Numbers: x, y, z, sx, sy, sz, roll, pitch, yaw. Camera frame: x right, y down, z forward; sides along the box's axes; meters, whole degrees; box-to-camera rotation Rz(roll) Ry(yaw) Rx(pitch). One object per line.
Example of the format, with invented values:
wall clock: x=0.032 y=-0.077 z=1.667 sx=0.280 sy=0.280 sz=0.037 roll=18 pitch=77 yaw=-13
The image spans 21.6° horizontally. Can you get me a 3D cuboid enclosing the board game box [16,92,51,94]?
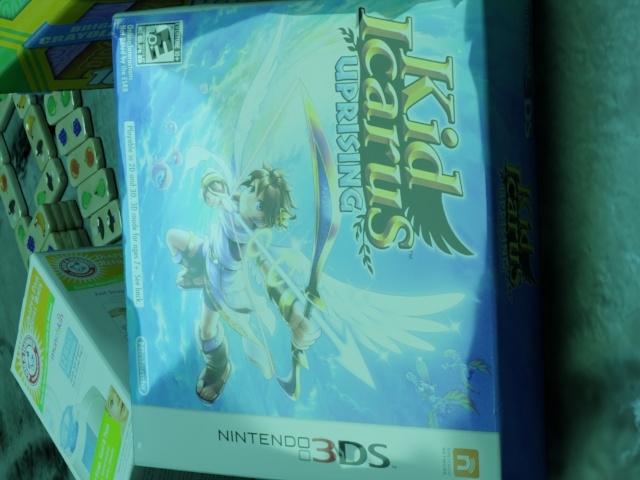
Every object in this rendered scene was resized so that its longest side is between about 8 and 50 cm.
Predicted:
board game box: x=-0.225 y=-0.248 z=1.350 sx=0.160 sy=0.039 sz=0.211 roll=60 pitch=137 yaw=33

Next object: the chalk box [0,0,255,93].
chalk box: x=-0.103 y=-0.222 z=1.038 sx=0.289 sy=0.179 sz=0.180 roll=-30 pitch=70 yaw=56

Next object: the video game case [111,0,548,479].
video game case: x=0.000 y=0.000 z=0.933 sx=0.244 sy=0.061 sz=0.269 roll=0 pitch=96 yaw=32

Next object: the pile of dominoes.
pile of dominoes: x=-0.243 y=-0.054 z=1.423 sx=0.196 sy=0.040 sz=0.251 roll=-56 pitch=50 yaw=46

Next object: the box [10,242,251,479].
box: x=-0.134 y=0.103 z=1.213 sx=0.203 sy=0.103 sz=0.114 roll=49 pitch=133 yaw=43
